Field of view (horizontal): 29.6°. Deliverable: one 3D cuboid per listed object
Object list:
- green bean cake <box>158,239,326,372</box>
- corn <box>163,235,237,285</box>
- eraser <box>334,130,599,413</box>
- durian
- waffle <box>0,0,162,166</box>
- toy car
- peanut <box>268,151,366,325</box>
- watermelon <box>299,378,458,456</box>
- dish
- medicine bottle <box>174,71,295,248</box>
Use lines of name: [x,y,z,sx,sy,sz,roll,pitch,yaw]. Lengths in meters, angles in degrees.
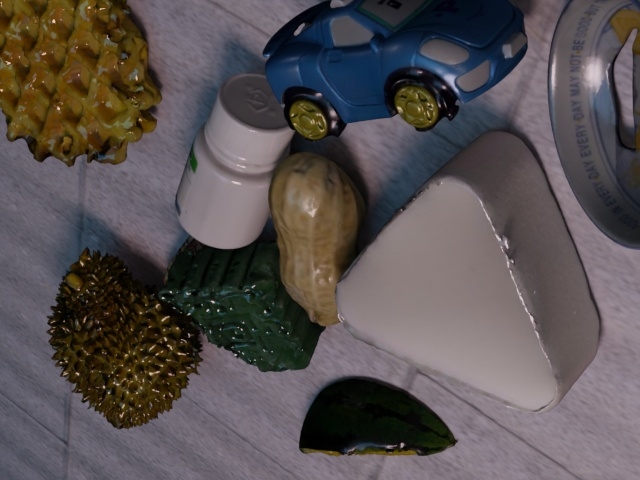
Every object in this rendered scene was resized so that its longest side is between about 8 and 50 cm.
green bean cake: [-0.113,0.108,1.793,0.194,0.107,0.208,-10,130,23]
corn: [-0.184,0.022,1.876,0.079,0.079,0.237,51,141,0]
eraser: [0.163,0.047,1.529,0.331,0.150,0.331,21,130,26]
durian: [-0.332,0.162,1.997,0.293,0.258,0.258,50,139,5]
waffle: [-0.399,-0.294,1.823,0.380,0.095,0.382,2,117,40]
toy car: [0.082,-0.224,1.357,0.314,0.198,0.166,-1,125,44]
peanut: [0.000,0.000,1.655,0.130,0.130,0.290,22,136,29]
watermelon: [0.064,0.289,1.852,0.301,0.123,0.129,-7,146,43]
dish: [0.354,-0.136,1.243,0.273,0.134,0.273,168,90,-74]
medicine bottle: [-0.114,-0.109,1.667,0.139,0.139,0.237,38,138,14]
